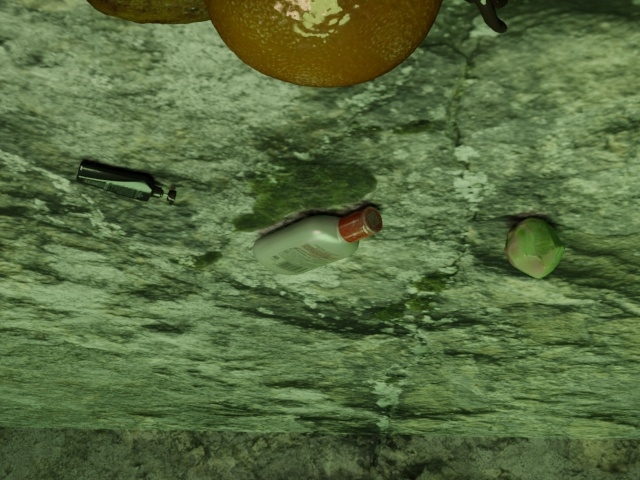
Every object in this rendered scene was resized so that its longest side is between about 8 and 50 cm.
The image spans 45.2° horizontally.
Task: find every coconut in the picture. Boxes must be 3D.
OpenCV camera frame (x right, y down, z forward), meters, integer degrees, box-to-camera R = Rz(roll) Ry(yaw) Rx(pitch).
[{"bbox_3d":[0.305,0.007,1.107,0.083,0.081,0.082,-28,144,-12],"label":"coconut"}]

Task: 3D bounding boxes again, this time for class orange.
[{"bbox_3d":[0.003,-0.210,0.589,0.206,0.206,0.206,4,154,2],"label":"orange"}]

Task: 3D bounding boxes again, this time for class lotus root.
[{"bbox_3d":[-0.122,-0.235,0.677,0.191,0.094,0.108,6,-171,-13],"label":"lotus root"}]

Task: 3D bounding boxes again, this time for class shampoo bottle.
[{"bbox_3d":[0.000,0.000,1.170,0.108,0.051,0.221,27,145,-36],"label":"shampoo bottle"},{"bbox_3d":[-0.272,-0.079,1.082,0.137,0.027,0.048,15,143,-19],"label":"shampoo bottle"}]

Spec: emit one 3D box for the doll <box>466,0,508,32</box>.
[{"bbox_3d":[0.133,-0.257,0.628,0.165,0.057,0.139,27,149,-21],"label":"doll"}]
